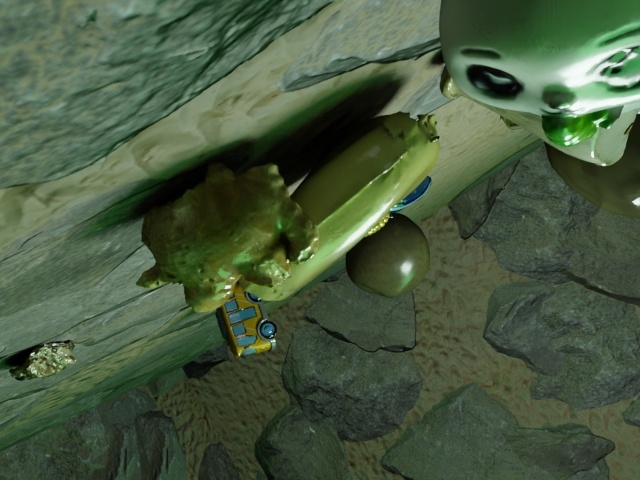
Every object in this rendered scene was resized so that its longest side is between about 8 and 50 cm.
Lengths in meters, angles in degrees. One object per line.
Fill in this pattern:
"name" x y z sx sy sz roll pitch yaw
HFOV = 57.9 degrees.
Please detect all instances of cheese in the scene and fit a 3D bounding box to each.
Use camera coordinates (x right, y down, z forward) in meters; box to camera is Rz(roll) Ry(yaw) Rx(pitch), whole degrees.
"cheese" 0.035 -0.058 0.786 0.316 0.128 0.259 -44 -173 22

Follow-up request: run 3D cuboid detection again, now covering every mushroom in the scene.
"mushroom" 0.271 -0.175 0.710 0.096 0.247 0.108 -66 170 17

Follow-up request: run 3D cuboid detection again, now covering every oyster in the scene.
"oyster" -0.499 0.221 1.042 0.106 0.056 0.177 -20 174 -19

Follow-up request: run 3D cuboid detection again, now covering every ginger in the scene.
"ginger" -0.119 -0.002 0.662 0.216 0.157 0.102 -28 -163 8

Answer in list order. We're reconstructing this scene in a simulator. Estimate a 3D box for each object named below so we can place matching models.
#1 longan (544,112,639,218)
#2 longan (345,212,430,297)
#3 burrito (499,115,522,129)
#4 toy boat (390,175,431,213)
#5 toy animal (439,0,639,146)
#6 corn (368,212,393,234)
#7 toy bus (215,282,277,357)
"longan" 0.521 -0.214 0.829 0.404 0.403 0.436 -33 173 21
"longan" 0.222 0.055 1.970 0.289 0.288 0.350 -27 -177 -24
"burrito" 0.517 -0.315 1.301 0.229 0.089 0.144 -24 173 -32
"toy boat" 0.182 -0.094 1.572 0.221 0.067 0.291 -27 175 -27
"toy animal" 0.221 -0.187 0.498 0.213 0.212 0.267 -36 174 37
"corn" -0.011 -0.010 1.120 0.313 0.101 0.102 -27 173 0
"toy bus" -0.208 0.215 1.571 0.136 0.209 0.126 -17 170 -19
